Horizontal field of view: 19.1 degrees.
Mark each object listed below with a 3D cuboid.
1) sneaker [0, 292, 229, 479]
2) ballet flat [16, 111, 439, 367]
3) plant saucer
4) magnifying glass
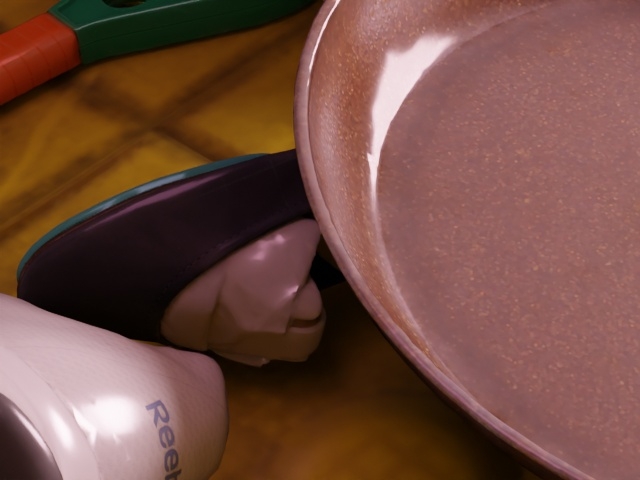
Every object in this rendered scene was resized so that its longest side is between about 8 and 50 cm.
[{"bbox_3d":[-0.159,0.057,0.595,0.297,0.111,0.129,12,14,35],"label":"sneaker"},{"bbox_3d":[0.000,0.000,0.646,0.203,0.074,0.074,-21,42,-23],"label":"ballet flat"},{"bbox_3d":[0.142,-0.011,0.603,0.310,0.050,0.310,6,46,-6],"label":"plant saucer"},{"bbox_3d":[-0.088,-0.095,0.806,0.231,0.026,0.092,-30,45,-25],"label":"magnifying glass"}]
